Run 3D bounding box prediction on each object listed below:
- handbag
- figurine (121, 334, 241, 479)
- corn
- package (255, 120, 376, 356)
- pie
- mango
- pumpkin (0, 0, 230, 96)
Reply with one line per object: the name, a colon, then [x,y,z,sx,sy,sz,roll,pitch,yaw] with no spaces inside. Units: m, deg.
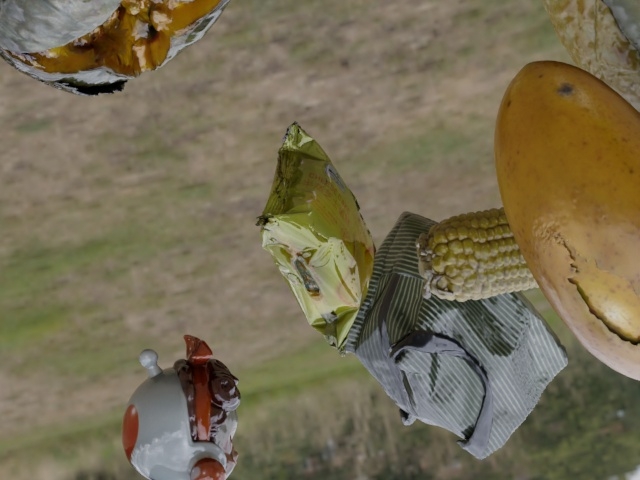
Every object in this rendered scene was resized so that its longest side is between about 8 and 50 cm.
handbag: [0.187,0.146,2.033,0.240,0.341,0.247,-49,-146,-14]
figurine: [-0.134,0.204,1.333,0.160,0.226,0.183,7,175,6]
corn: [0.264,0.002,1.612,0.305,0.106,0.106,-10,168,-3]
package: [0.000,0.000,1.516,0.090,0.168,0.226,-10,129,24]
pie: [0.243,-0.192,1.192,0.068,0.282,0.128,-30,178,-15]
mango: [0.234,-0.011,1.076,0.160,0.290,0.191,-33,-172,27]
pumpkin: [-0.232,-0.296,1.487,0.320,0.192,0.320,-25,166,-7]
